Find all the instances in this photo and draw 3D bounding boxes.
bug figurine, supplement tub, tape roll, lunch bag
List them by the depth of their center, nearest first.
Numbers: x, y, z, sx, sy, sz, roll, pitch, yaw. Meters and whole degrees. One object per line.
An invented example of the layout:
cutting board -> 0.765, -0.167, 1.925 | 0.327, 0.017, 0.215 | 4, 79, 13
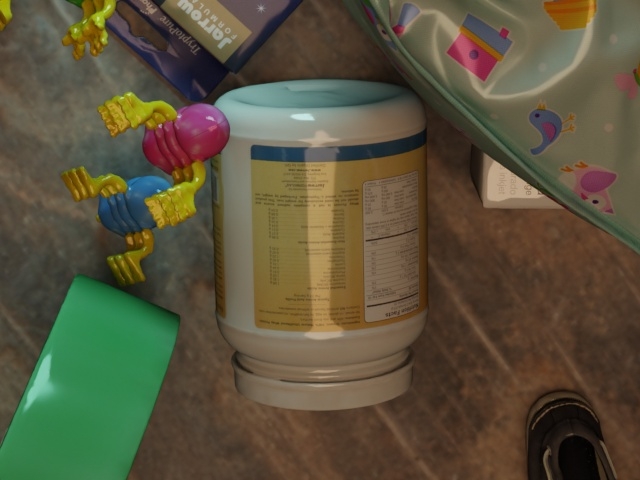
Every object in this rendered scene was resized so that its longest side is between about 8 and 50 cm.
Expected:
lunch bag -> 0.102, -0.142, 1.094 | 0.262, 0.223, 0.160 | 32, 104, -20
tape roll -> -0.186, 0.181, 1.239 | 0.077, 0.321, 0.321 | 23, 102, -7
bug figurine -> -0.141, -0.109, 1.241 | 0.072, 0.216, 0.279 | -31, 103, -26
supplement tub -> 0.000, 0.000, 1.290 | 0.144, 0.144, 0.200 | -1, 104, -1

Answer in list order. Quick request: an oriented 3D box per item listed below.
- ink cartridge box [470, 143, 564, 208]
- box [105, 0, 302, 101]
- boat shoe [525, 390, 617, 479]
ink cartridge box -> 0.224, -0.111, 1.290 | 0.237, 0.100, 0.172 | 1, 104, -1
box -> -0.057, -0.211, 1.294 | 0.136, 0.036, 0.225 | 42, 100, -10
boat shoe -> 0.185, 0.214, 1.386 | 0.075, 0.065, 0.206 | -10, 105, -2
